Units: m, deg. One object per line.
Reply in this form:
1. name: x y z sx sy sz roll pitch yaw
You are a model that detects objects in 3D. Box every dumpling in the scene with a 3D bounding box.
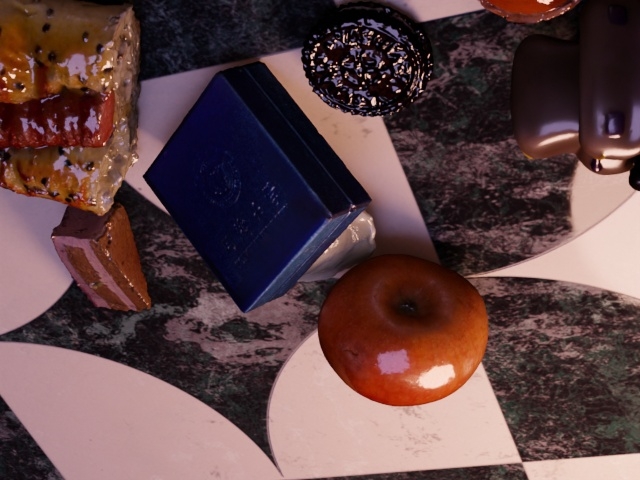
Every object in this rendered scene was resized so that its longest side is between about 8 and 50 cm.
1. dumpling: 0.000 0.000 2.065 0.179 0.131 0.252 3 139 -1

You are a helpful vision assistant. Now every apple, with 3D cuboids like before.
1. apple: 0.135 0.141 2.076 0.272 0.251 0.206 25 138 7

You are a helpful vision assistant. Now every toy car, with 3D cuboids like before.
1. toy car: 0.365 -0.198 1.650 0.240 0.341 0.271 0 89 9

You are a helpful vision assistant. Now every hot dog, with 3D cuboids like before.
1. hot dog: -0.471 -0.223 1.930 0.366 0.196 0.367 14 132 6

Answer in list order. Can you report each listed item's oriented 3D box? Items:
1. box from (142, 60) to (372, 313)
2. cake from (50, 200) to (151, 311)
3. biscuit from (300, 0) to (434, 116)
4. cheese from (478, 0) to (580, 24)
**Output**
1. box: -0.103 -0.078 1.928 0.279 0.116 0.261 52 130 11
2. cake: -0.373 0.034 2.232 0.116 0.112 0.295 6 147 11
3. biscuit: 0.067 -0.259 1.847 0.195 0.053 0.194 7 134 7
4. cheese: 0.223 -0.384 1.631 0.329 0.129 0.216 5 98 27
